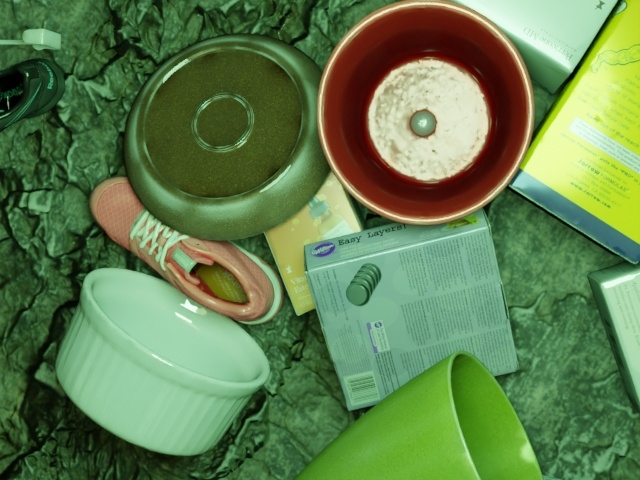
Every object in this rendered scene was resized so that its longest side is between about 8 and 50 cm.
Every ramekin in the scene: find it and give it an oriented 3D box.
[{"bbox_3d":[-0.218,0.166,1.650,0.277,0.277,0.135,30,104,4],"label":"ramekin"}]

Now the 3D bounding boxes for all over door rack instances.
[{"bbox_3d":[-0.478,-0.378,1.715,0.324,0.108,0.240,3,93,27],"label":"over door rack"}]

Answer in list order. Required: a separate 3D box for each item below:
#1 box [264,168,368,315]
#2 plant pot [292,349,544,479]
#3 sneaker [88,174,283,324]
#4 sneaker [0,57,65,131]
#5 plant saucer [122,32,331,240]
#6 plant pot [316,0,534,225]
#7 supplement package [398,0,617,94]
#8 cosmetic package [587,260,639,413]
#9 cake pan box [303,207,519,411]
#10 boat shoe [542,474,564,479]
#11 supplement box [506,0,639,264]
[{"bbox_3d":[0.000,0.000,1.704,0.130,0.091,0.171,-23,91,7],"label":"box"},{"bbox_3d":[0.110,0.327,1.615,0.293,0.275,0.275,-27,90,20],"label":"plant pot"},{"bbox_3d":[-0.188,0.006,1.701,0.313,0.136,0.116,33,95,4],"label":"sneaker"},{"bbox_3d":[-0.495,-0.183,1.742,0.267,0.106,0.101,-31,91,8],"label":"sneaker"},{"bbox_3d":[-0.128,-0.153,1.676,0.310,0.050,0.311,-4,71,11],"label":"plant saucer"},{"bbox_3d":[0.137,-0.161,1.605,0.274,0.243,0.275,0,93,6],"label":"plant pot"},{"bbox_3d":[0.241,-0.329,1.601,0.261,0.204,0.145,31,91,4],"label":"supplement package"},{"bbox_3d":[0.562,0.081,1.615,0.365,0.155,0.197,-17,91,6],"label":"cosmetic package"},{"bbox_3d":[0.125,0.097,1.643,0.245,0.070,0.267,-14,124,5],"label":"cake pan box"},{"bbox_3d":[0.327,0.385,1.680,0.301,0.102,0.108,5,93,6],"label":"boat shoe"},{"bbox_3d":[0.413,-0.172,1.599,0.195,0.194,0.357,33,95,4],"label":"supplement box"}]
